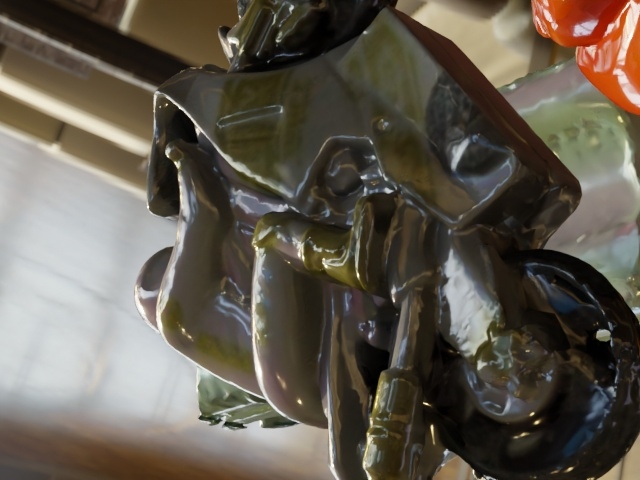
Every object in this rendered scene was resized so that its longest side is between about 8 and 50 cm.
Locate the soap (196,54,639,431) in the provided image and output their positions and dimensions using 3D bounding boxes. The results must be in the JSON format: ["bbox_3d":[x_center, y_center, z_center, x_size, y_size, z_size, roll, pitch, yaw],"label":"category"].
[{"bbox_3d":[0.085,0.025,0.851,0.446,0.156,0.261,-22,163,40],"label":"soap"}]

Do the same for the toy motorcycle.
[{"bbox_3d":[0.000,0.000,0.385,0.152,0.225,0.073,-42,146,25],"label":"toy motorcycle"}]

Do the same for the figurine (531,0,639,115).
[{"bbox_3d":[0.252,-0.123,0.494,0.412,0.306,0.241,34,142,-20],"label":"figurine"}]
